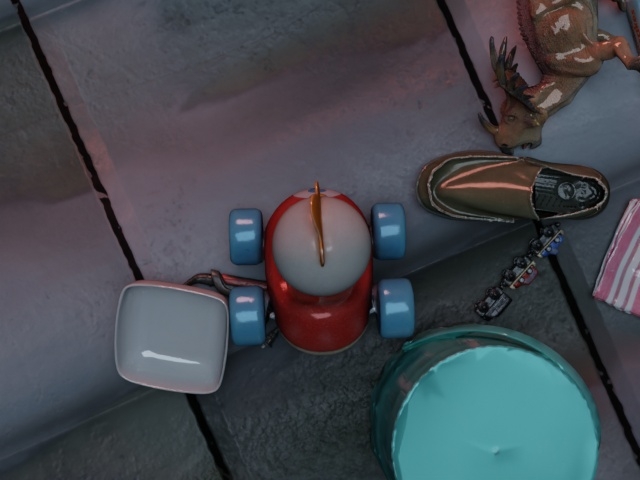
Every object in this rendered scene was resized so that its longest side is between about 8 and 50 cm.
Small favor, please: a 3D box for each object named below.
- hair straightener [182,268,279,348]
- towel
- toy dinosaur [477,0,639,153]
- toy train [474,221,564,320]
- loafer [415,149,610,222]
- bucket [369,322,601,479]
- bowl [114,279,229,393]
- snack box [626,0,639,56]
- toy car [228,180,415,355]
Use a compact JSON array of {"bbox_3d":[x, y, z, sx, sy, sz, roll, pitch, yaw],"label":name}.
[{"bbox_3d":[-0.072,0.093,1.388,0.230,0.047,0.089,10,90,-1],"label":"hair straightener"},{"bbox_3d":[0.464,0.044,1.412,0.197,0.029,0.144,22,91,-2],"label":"towel"},{"bbox_3d":[0.289,-0.268,1.363,0.200,0.127,0.295,-5,85,5],"label":"toy dinosaur"},{"bbox_3d":[0.259,0.041,1.407,0.036,0.027,0.158,41,90,-5],"label":"toy train"},{"bbox_3d":[0.246,-0.069,1.375,0.251,0.087,0.094,-1,90,-2],"label":"loafer"},{"bbox_3d":[0.198,0.236,1.329,0.281,0.183,0.281,0,90,-2],"label":"bucket"},{"bbox_3d":[-0.182,0.114,1.367,0.142,0.053,0.142,9,110,2],"label":"bowl"},{"bbox_3d":[0.571,-0.262,1.396,0.322,0.060,0.187,-15,90,-1],"label":"snack box"},{"bbox_3d":[0.000,0.000,1.270,0.219,0.238,0.210,-2,62,-2],"label":"toy car"}]
